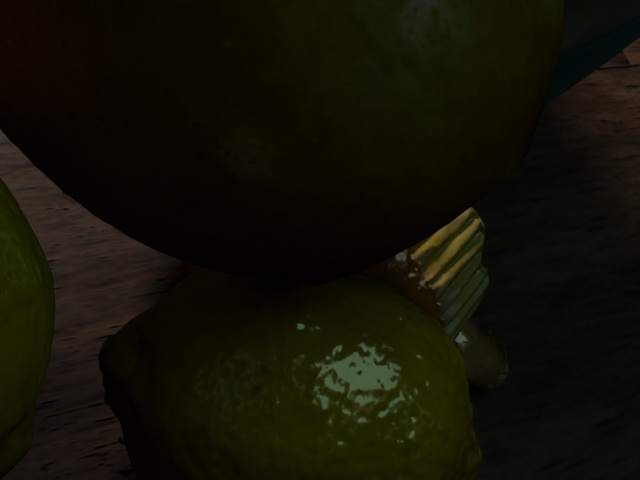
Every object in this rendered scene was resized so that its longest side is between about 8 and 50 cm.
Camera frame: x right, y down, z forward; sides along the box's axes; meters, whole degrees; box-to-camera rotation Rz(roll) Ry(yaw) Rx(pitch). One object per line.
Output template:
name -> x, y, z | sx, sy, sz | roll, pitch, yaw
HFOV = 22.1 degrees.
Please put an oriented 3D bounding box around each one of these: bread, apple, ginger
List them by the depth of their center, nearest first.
apple -> -0.033, -0.156, 0.990 | 0.374, 0.384, 0.374 | -1, 93, -24
bread -> 0.000, 0.000, 1.203 | 0.250, 0.179, 0.133 | 47, 42, -1
ginger -> 0.064, 0.001, 1.346 | 0.089, 0.075, 0.288 | -33, 87, -29

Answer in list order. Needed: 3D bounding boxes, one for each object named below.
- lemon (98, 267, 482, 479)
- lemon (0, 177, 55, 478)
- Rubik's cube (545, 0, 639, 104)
lemon -> -0.018, 0.109, 1.066 | 0.260, 0.204, 0.204 | 16, 44, -2
lemon -> -0.277, 0.029, 0.859 | 0.284, 0.260, 0.260 | 18, 47, -27
Rubik's cube -> 0.127, -0.332, 1.461 | 0.352, 0.351, 0.347 | 0, 59, -46
